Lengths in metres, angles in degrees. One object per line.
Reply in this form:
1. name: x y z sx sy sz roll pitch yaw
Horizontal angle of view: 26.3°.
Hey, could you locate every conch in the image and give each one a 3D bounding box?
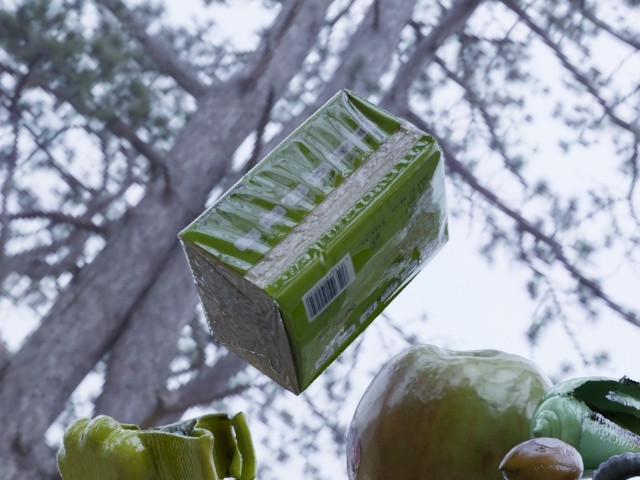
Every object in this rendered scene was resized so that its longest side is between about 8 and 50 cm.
1. conch: 0.399 0.253 1.894 0.137 0.250 0.143 174 -92 -73

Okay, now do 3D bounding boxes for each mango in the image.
1. mango: 0.260 0.269 1.606 0.127 0.063 0.077 17 -54 -46

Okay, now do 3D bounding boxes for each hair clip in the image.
1. hair clip: -0.117 0.149 0.907 0.173 0.046 0.072 -8 -82 41

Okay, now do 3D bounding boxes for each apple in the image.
1. apple: 0.208 0.305 2.100 0.338 0.338 0.305 17 -77 25

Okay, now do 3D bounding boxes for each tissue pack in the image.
1. tissue pack: 0.000 0.000 1.558 0.167 0.274 0.200 31 -28 28

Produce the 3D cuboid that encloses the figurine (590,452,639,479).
1. figurine: 0.270 0.369 0.974 0.382 0.261 0.186 46 -3 31
